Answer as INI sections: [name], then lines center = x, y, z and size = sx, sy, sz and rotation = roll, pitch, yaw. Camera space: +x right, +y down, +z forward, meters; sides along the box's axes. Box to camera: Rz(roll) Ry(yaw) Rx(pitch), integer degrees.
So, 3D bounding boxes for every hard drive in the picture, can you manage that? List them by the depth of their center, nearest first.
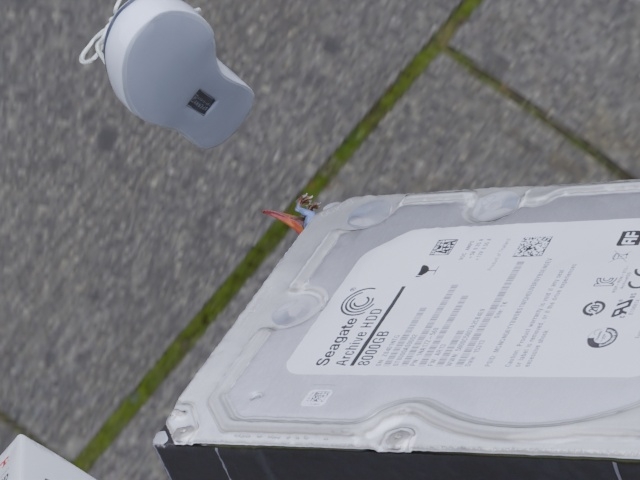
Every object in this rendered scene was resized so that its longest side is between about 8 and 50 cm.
[hard drive]
center = 0.104, 0.055, 0.947
size = 0.237, 0.339, 0.064
rotation = -53, 129, -43

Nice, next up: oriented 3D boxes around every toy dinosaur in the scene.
[toy dinosaur]
center = 0.000, 0.000, 1.664
size = 0.090, 0.047, 0.082
rotation = -18, 66, 4

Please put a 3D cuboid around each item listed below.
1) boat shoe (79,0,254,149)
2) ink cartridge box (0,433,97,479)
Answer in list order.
[boat shoe]
center = -0.192, -0.223, 2.019
size = 0.156, 0.367, 0.136
rotation = 42, 93, 17
[ink cartridge box]
center = -0.318, 0.351, 1.768
size = 0.114, 0.273, 0.197
rotation = 37, 103, -20
